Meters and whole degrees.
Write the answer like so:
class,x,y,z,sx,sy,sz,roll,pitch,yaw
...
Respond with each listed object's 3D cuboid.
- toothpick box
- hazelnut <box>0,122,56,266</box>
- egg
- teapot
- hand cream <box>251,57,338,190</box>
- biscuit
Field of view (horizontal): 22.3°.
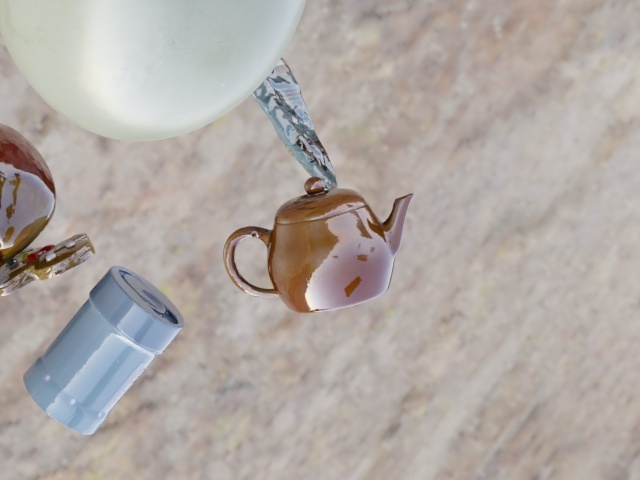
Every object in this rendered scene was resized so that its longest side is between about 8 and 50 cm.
class,x,y,z,sx,sy,sz,roll,pitch,yaw
toothpick box,-0.228,0.115,1.704,0.153,0.101,0.101,-49,160,11
hazelnut,-0.414,-0.047,1.851,0.212,0.181,0.181,-36,179,-8
egg,-0.111,-0.196,1.070,0.219,0.219,0.269,-13,122,-60
teapot,0.000,0.000,1.372,0.116,0.173,0.116,-12,90,-78
hand cream,-0.053,-0.143,1.594,0.052,0.248,0.075,-33,169,24
biscuit,-0.330,0.026,1.889,0.138,0.031,0.205,-32,-166,-34
